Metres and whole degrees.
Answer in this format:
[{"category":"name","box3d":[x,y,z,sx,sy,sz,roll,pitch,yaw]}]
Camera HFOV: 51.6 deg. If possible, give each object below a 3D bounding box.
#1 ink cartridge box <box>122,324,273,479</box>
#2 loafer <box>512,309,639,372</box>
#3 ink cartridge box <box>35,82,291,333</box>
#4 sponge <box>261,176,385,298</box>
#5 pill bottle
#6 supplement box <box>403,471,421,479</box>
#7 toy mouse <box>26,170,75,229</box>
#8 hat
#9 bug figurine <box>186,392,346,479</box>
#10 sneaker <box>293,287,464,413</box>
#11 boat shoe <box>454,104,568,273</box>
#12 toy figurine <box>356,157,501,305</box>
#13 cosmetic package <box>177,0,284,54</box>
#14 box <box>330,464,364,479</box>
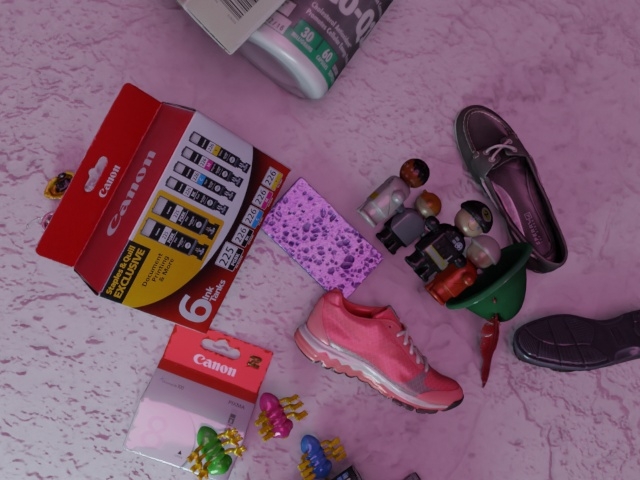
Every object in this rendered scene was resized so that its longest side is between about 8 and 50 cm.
[{"category":"ink cartridge box","box3d":[-0.208,0.275,1.143,0.189,0.066,0.232,21,91,-5]},{"category":"loafer","box3d":[0.492,0.192,1.193,0.303,0.095,0.109,-6,55,-3]},{"category":"ink cartridge box","box3d":[-0.241,-0.046,1.041,0.272,0.130,0.309,28,88,-40]},{"category":"sponge","box3d":[0.000,0.000,1.179,0.210,0.031,0.117,44,86,-4]},{"category":"pill bottle","box3d":[0.021,-0.435,1.104,0.204,0.204,0.361,35,86,-4]},{"category":"supplement box","box3d":[0.154,0.462,1.177,0.083,0.043,0.055,-33,92,-4]},{"category":"toy mouse","box3d":[-0.418,-0.045,1.141,0.161,0.031,0.143,-38,92,-5]},{"category":"hat","box3d":[0.334,0.128,1.147,0.173,0.208,0.183,-41,95,-24]},{"category":"bug figurine","box3d":[-0.103,0.373,1.107,0.279,0.072,0.216,-25,107,-22]},{"category":"sneaker","box3d":[0.118,0.186,1.130,0.314,0.116,0.136,25,100,-4]},{"category":"boat shoe","box3d":[0.350,-0.098,1.181,0.112,0.095,0.335,-26,91,-5]},{"category":"toy figurine","box3d":[0.184,-0.020,1.096,0.148,0.213,0.209,-42,58,1]},{"category":"cosmetic package","box3d":[-0.175,-0.435,1.030,0.160,0.309,0.113,-43,136,7]},{"category":"box","box3d":[-0.003,0.564,1.098,0.322,0.079,0.257,-34,113,-2]}]
